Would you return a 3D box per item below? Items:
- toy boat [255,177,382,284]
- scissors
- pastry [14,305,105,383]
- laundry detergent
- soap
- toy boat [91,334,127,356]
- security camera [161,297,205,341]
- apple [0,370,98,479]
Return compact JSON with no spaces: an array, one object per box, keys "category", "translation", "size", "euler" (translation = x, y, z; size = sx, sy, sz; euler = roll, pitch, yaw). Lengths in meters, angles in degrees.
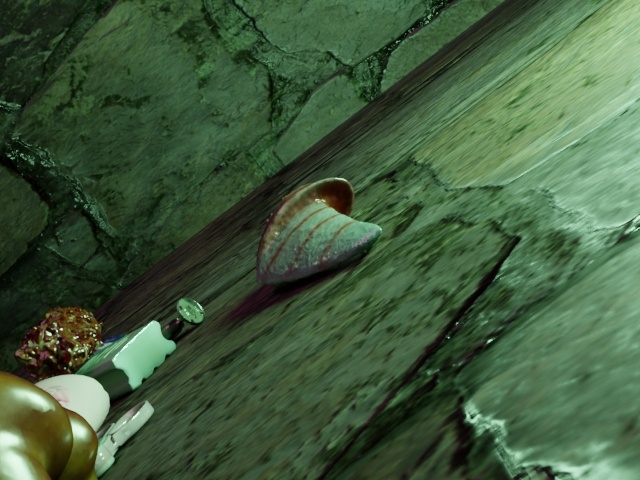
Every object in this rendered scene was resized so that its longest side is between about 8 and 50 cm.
[{"category":"toy boat","translation":[0.000,0.000,1.180],"size":[0.206,0.096,0.282],"euler":[-45,24,-8]},{"category":"scissors","translation":[-0.274,0.269,0.992],"size":[0.118,0.031,0.242],"euler":[-36,6,10]},{"category":"pastry","translation":[-0.433,0.175,1.380],"size":[0.097,0.115,0.208],"euler":[-50,12,5]},{"category":"laundry detergent","translation":[-0.364,0.265,0.939],"size":[0.158,0.088,0.335],"euler":[-17,13,14]},{"category":"soap","translation":[-0.343,0.215,1.371],"size":[0.198,0.067,0.119],"euler":[-29,11,40]},{"category":"toy boat","translation":[-0.451,0.249,1.687],"size":[0.220,0.067,0.291],"euler":[-36,-1,7]},{"category":"security camera","translation":[-0.247,0.148,1.424],"size":[0.092,0.058,0.058],"euler":[-46,4,31]},{"category":"apple","translation":[-0.270,0.228,0.493],"size":[0.316,0.288,0.288],"euler":[-27,7,-14]}]
